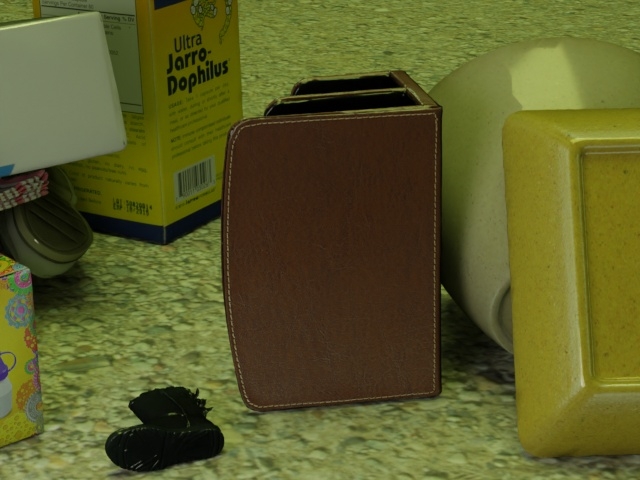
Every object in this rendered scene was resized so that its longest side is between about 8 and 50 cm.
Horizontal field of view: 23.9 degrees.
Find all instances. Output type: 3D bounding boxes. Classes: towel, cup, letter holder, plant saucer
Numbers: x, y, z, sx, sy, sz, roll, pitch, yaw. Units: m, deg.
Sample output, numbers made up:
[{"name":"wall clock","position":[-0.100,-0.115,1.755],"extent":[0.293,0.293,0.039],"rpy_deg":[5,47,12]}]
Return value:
[{"name":"towel","position":[-0.412,-0.050,1.692],"extent":[0.144,0.029,0.197],"rpy_deg":[0,12,22]},{"name":"cup","position":[0.247,-0.009,1.569],"extent":[0.331,0.331,0.237],"rpy_deg":[-1,43,2]},{"name":"letter holder","position":[0.000,0.000,1.505],"extent":[0.214,0.302,0.152],"rpy_deg":[-5,21,-9]},{"name":"plant saucer","position":[0.343,0.026,1.382],"extent":[0.332,0.333,0.081],"rpy_deg":[-2,-12,0]}]

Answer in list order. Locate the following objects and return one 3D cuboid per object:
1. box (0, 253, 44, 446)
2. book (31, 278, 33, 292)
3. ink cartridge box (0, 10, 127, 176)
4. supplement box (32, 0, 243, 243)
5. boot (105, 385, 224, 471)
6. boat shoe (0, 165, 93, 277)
[{"name":"box","position":[-0.463,0.103,1.437],"extent":[0.290,0.177,0.279],"rpy_deg":[-17,25,-37]},{"name":"book","position":[-0.426,0.055,1.783],"extent":[0.144,0.035,0.096],"rpy_deg":[15,27,31]},{"name":"ink cartridge box","position":[-0.439,-0.163,1.781],"extent":[0.285,0.166,0.395],"rpy_deg":[-15,11,-26]},{"name":"supplement box","position":[-0.235,-0.203,1.993],"extent":[0.194,0.357,0.195],"rpy_deg":[11,24,30]},{"name":"boot","position":[-0.155,0.173,1.419],"extent":[0.121,0.045,0.099],"rpy_deg":[-3,21,-25]},{"name":"boat shoe","position":[-0.356,-0.013,1.853],"extent":[0.113,0.103,0.302],"rpy_deg":[37,10,-20]}]
